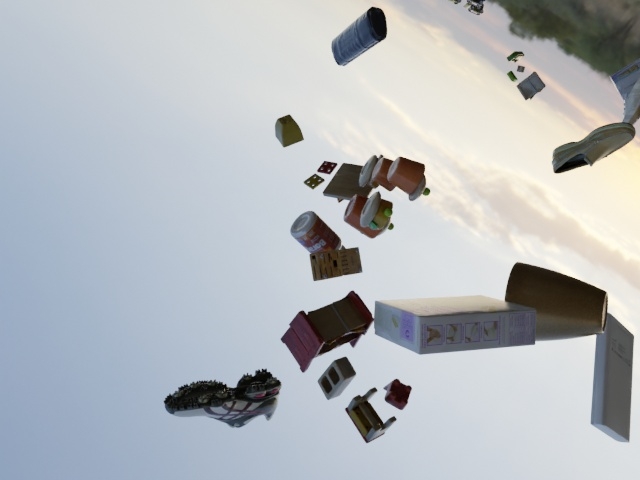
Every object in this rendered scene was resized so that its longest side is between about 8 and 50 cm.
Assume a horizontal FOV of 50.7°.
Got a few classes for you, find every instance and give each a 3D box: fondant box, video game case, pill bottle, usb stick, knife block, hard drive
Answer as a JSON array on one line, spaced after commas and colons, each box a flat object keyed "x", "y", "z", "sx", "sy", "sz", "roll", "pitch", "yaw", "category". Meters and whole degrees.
[{"x": 0.332, "y": 0.204, "z": 1.690, "sx": 0.330, "sy": 0.096, "sz": 0.238, "roll": -2, "pitch": -175, "yaw": -21, "category": "fondant box"}, {"x": 0.954, "y": -0.500, "z": 1.913, "sx": 0.061, "sy": 0.244, "sz": 0.269, "roll": 56, "pitch": -154, "yaw": -4, "category": "video game case"}, {"x": 0.000, "y": 0.000, "z": 2.464, "sx": 0.216, "sy": 0.121, "sz": 0.121, "roll": 43, "pitch": -162, "yaw": -29, "category": "pill bottle"}, {"x": 0.085, "y": -0.463, "z": 1.549, "sx": 0.045, "sy": 0.077, "sz": 0.278, "roll": -17, "pitch": -174, "yaw": -16, "category": "usb stick"}, {"x": 0.006, "y": 0.083, "z": 2.219, "sx": 0.275, "sy": 0.242, "sz": 0.088, "roll": -8, "pitch": -93, "yaw": -43, "category": "knife block"}, {"x": 0.926, "y": 0.433, "z": 2.132, "sx": 0.233, "sy": 0.047, "sz": 0.353, "roll": 33, "pitch": -120, "yaw": -39, "category": "hard drive"}]

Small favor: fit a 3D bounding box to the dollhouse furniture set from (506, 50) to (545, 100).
[{"x": 0.623, "y": -0.501, "z": 2.049, "sx": 0.058, "sy": 0.076, "sz": 0.152, "roll": -16, "pitch": -108, "yaw": -51, "category": "dollhouse furniture set"}]

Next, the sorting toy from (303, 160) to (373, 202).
[{"x": 0.088, "y": -0.153, "z": 1.895, "sx": 0.274, "sy": 0.046, "sz": 0.132, "roll": 12, "pitch": -128, "yaw": 29, "category": "sorting toy"}]

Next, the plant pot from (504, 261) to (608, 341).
[{"x": 0.682, "y": 0.188, "z": 1.938, "sx": 0.254, "sy": 0.237, "sz": 0.237, "roll": 4, "pitch": -169, "yaw": 29, "category": "plant pot"}]

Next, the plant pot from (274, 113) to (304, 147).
[{"x": -0.114, "y": -0.390, "z": 2.352, "sx": 0.081, "sy": 0.083, "sz": 0.081, "roll": -23, "pitch": -133, "yaw": -12, "category": "plant pot"}]

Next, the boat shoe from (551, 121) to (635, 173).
[{"x": 0.595, "y": -0.191, "z": 1.475, "sx": 0.068, "sy": 0.190, "sz": 0.072, "roll": 37, "pitch": -128, "yaw": -22, "category": "boat shoe"}]

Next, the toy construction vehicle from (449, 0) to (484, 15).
[{"x": 0.336, "y": -0.553, "z": 1.536, "sx": 0.098, "sy": 0.035, "sz": 0.086, "roll": 20, "pitch": -174, "yaw": -6, "category": "toy construction vehicle"}]

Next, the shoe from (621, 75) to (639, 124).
[{"x": 0.843, "y": -0.386, "z": 1.776, "sx": 0.058, "sy": 0.219, "sz": 0.076, "roll": 35, "pitch": -149, "yaw": 23, "category": "shoe"}]

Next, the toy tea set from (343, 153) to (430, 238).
[{"x": 0.166, "y": -0.096, "z": 1.566, "sx": 0.124, "sy": 0.200, "sz": 0.336, "roll": 24, "pitch": 179, "yaw": -13, "category": "toy tea set"}]

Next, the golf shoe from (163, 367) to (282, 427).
[{"x": -0.216, "y": 0.378, "z": 1.534, "sx": 0.273, "sy": 0.120, "sz": 0.105, "roll": -4, "pitch": -161, "yaw": -25, "category": "golf shoe"}]

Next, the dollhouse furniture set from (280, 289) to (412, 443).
[{"x": 0.084, "y": 0.335, "z": 1.767, "sx": 0.201, "sy": 0.152, "sz": 0.374, "roll": -16, "pitch": -119, "yaw": -36, "category": "dollhouse furniture set"}]
